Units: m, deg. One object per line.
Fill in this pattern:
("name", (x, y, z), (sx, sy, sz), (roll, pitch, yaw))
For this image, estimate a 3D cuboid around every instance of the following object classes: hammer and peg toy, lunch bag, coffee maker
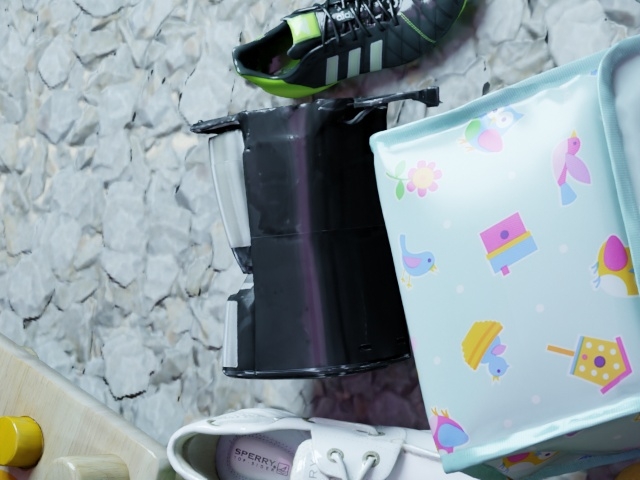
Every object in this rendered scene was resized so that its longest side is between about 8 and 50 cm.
("hammer and peg toy", (-0.244, 0.267, 1.434), (0.266, 0.127, 0.361), (28, 104, 36))
("lunch bag", (0.183, 0.008, 1.115), (0.262, 0.160, 0.223), (-19, 68, 23))
("coffee maker", (0.000, 0.000, 1.265), (0.171, 0.120, 0.178), (-8, 90, 59))

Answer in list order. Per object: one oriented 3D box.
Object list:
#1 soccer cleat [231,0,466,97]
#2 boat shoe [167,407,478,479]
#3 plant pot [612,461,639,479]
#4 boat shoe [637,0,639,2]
("soccer cleat", (0.019, -0.142, 1.312), (0.179, 0.072, 0.060), (-24, 70, 34))
("boat shoe", (0.014, 0.166, 1.261), (0.277, 0.096, 0.098), (5, 87, 38))
("plant pot", (0.203, 0.180, 1.105), (0.134, 0.134, 0.095), (-17, 54, 36))
("boat shoe", (0.152, -0.242, 1.227), (0.081, 0.079, 0.227), (-50, 62, 11))
